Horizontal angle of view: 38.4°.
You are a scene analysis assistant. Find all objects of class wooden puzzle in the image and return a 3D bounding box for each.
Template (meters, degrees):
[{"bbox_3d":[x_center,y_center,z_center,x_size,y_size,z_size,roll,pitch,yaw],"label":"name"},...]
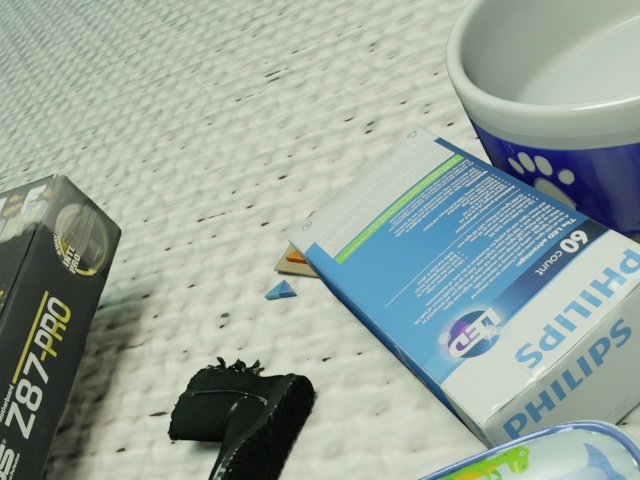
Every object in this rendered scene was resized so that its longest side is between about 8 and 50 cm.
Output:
[{"bbox_3d":[0.000,0.000,0.768,0.079,0.014,0.116,-4,46,40],"label":"wooden puzzle"}]

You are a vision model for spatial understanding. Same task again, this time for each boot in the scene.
[{"bbox_3d":[-0.068,0.134,0.644,0.099,0.045,0.121,-2,41,39],"label":"boot"}]

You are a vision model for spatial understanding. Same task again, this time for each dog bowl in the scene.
[{"bbox_3d":[0.224,-0.129,0.613,0.265,0.104,0.265,-22,34,16],"label":"dog bowl"}]

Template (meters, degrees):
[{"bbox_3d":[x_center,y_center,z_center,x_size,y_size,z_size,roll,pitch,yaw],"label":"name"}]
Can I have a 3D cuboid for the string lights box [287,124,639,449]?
[{"bbox_3d":[0.094,0.026,0.592,0.133,0.076,0.260,-41,34,-4],"label":"string lights box"}]

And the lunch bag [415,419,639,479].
[{"bbox_3d":[0.098,0.192,0.379,0.176,0.090,0.219,-29,35,15],"label":"lunch bag"}]

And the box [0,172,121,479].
[{"bbox_3d":[-0.380,0.130,0.791,0.395,0.097,0.318,-14,45,28],"label":"box"}]
